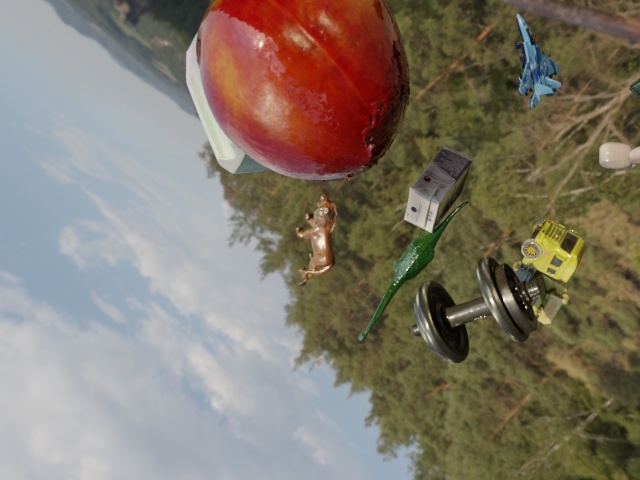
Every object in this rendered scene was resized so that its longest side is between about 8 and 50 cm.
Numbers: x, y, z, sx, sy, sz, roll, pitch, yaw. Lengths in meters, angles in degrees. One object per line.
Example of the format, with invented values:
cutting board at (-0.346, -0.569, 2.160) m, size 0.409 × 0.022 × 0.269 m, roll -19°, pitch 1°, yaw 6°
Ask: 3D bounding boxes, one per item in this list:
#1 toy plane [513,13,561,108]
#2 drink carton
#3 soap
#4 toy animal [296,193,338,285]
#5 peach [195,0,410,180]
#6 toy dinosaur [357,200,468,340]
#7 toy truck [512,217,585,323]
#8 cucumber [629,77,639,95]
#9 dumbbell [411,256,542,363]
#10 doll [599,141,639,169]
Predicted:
toy plane at (0.573, -0.494, 1.412) m, size 0.246 × 0.169 × 0.078 m, roll 59°, pitch 159°, yaw -10°
drink carton at (0.341, -0.149, 1.505) m, size 0.102 × 0.222 × 0.134 m, roll 30°, pitch 147°, yaw 20°
soap at (-0.187, -0.338, 1.217) m, size 0.208 × 0.115 × 0.347 m, roll -13°, pitch -107°, yaw -39°
toy animal at (0.000, 0.000, 1.771) m, size 0.157 × 0.312 × 0.097 m, roll -2°, pitch -179°, yaw 43°
peach at (-0.016, -0.275, 0.859) m, size 0.370 × 0.370 × 0.370 m, roll 40°, pitch -178°, yaw -2°
toy dinosaur at (0.259, 0.077, 1.497) m, size 0.087 × 0.447 × 0.301 m, roll 37°, pitch -148°, yaw 5°
toy truck at (0.551, 0.090, 1.285) m, size 0.157 × 0.124 × 0.272 m, roll 30°, pitch 134°, yaw 20°
cucumber at (0.692, -0.326, 1.059) m, size 0.048 × 0.105 × 0.048 m, roll 25°, pitch -124°, yaw -45°
dumbbell at (0.323, 0.149, 1.102) m, size 0.192 × 0.290 × 0.192 m, roll 39°, pitch -144°, yaw -37°
doll at (0.676, -0.173, 1.042) m, size 0.160 × 0.059 × 0.161 m, roll 7°, pitch 172°, yaw -26°
